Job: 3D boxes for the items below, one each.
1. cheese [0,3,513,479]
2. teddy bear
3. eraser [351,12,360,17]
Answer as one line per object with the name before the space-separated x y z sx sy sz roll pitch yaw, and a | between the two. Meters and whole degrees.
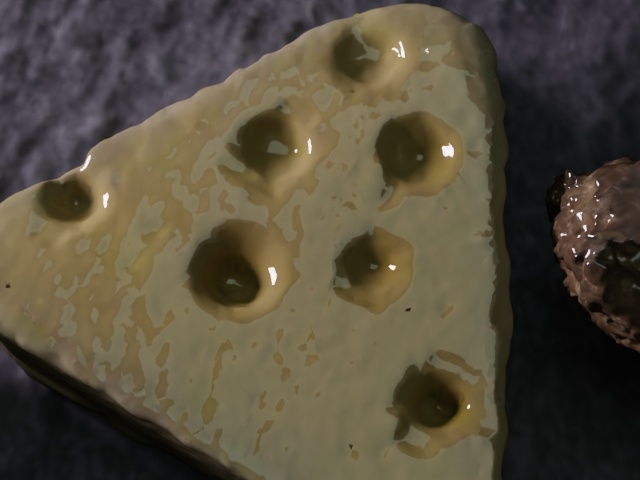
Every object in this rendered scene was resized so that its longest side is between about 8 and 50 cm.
cheese | -0.001 -0.001 1.096 0.384 0.104 0.384 -1 72 3
teddy bear | 0.306 0.024 1.071 0.296 0.222 0.246 -13 35 3
eraser | 0.019 -0.097 1.216 0.097 0.045 0.122 42 67 17
